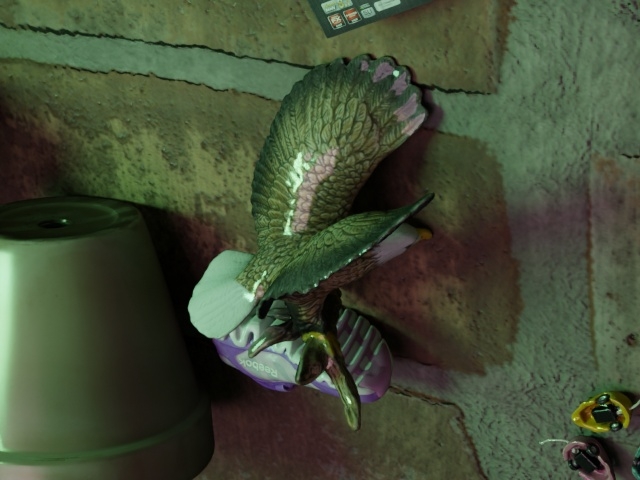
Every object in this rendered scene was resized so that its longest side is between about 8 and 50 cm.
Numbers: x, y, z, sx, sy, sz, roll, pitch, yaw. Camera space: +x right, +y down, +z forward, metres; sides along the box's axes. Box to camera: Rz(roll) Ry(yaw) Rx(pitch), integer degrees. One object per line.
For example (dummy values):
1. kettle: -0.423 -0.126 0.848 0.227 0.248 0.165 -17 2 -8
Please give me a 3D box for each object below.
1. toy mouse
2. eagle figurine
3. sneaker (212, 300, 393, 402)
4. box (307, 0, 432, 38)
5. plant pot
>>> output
1. toy mouse: 0.300 0.211 1.611 0.161 0.031 0.143 -20 108 41
2. eagle figurine: 0.009 -0.005 1.553 0.226 0.225 0.298 34 145 23
3. sneaker: -0.025 0.122 1.732 0.236 0.095 0.104 21 137 27
4. box: 0.061 -0.292 1.393 0.231 0.056 0.183 -13 113 39
5. plant pot: -0.280 0.109 1.769 0.323 0.323 0.280 9 109 29
